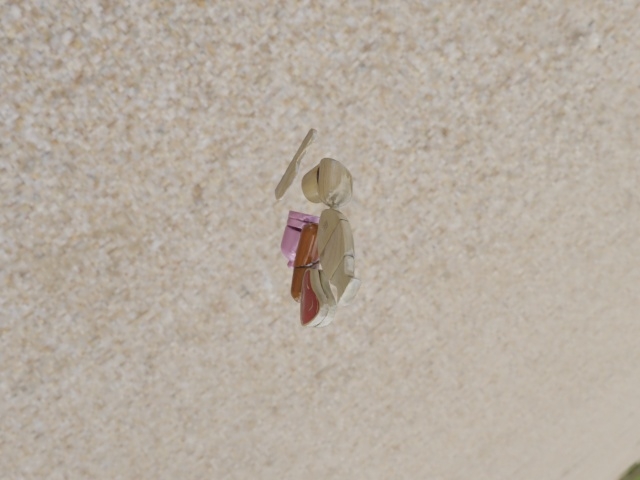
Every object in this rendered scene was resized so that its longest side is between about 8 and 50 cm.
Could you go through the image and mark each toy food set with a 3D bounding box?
[{"bbox_3d":[0.000,0.000,0.528,0.019,0.122,0.078,11,136,-23],"label":"toy food set"}]
